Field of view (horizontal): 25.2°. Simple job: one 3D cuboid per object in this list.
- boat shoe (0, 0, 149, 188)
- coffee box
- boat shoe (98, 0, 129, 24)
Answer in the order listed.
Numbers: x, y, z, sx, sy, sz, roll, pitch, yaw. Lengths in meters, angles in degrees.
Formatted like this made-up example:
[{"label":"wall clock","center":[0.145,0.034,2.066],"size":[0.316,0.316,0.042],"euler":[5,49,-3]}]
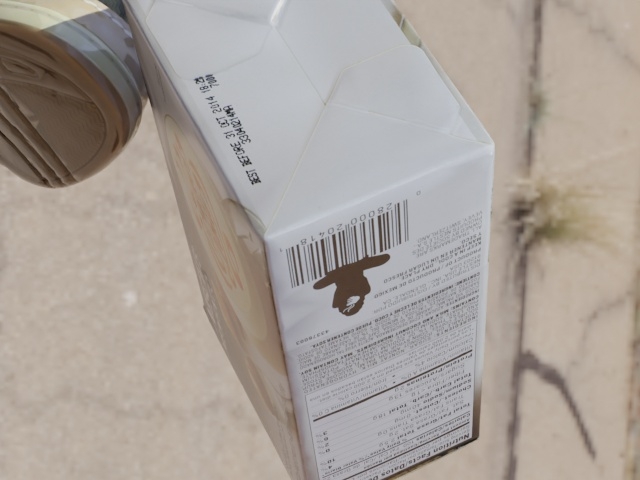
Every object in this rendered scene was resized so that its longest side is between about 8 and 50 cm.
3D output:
[{"label":"boat shoe","center":[-0.154,-0.095,0.738],"size":[0.098,0.302,0.109],"euler":[-47,111,-21]},{"label":"coffee box","center":[0.000,0.000,0.640],"size":[0.246,0.098,0.141],"euler":[83,-19,-57]},{"label":"boat shoe","center":[-0.281,-0.155,1.181],"size":[0.120,0.324,0.123],"euler":[-42,127,-75]}]
